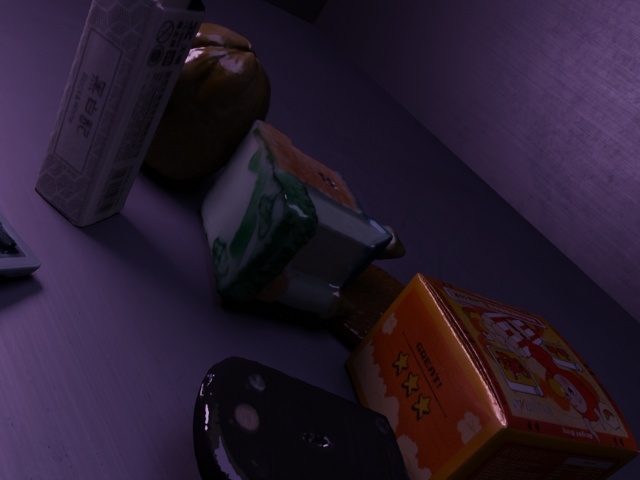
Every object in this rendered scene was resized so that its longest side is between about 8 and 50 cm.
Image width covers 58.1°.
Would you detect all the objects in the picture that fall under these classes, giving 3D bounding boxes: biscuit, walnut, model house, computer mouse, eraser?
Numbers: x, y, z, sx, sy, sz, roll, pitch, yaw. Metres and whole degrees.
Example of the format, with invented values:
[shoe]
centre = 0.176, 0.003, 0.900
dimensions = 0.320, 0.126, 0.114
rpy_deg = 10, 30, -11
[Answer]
[biscuit]
centre = 0.094, 0.120, 1.024
dimensions = 0.261, 0.037, 0.262
rpy_deg = 27, 27, -15
[walnut]
centre = -0.210, -0.236, 0.989
dimensions = 0.282, 0.282, 0.228
rpy_deg = -5, 64, -55
[model house]
centre = 0.000, 0.000, 0.941
dimensions = 0.324, 0.194, 0.267
rpy_deg = 22, 27, -32
[computer mouse]
centre = -0.026, 0.235, 0.603
dimensions = 0.269, 0.100, 0.170
rpy_deg = 29, 30, -25
[eraser]
centre = -0.249, -0.207, 0.730
dimensions = 0.096, 0.404, 0.098
rpy_deg = 36, 27, 8

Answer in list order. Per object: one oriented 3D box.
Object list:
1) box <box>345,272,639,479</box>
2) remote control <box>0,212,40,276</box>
[box]
centre = 0.230, 0.227, 0.813
dimensions = 0.283, 0.214, 0.260
rpy_deg = 20, 31, -32
[remote control]
centre = -0.442, -0.061, 0.647
dimensions = 0.293, 0.051, 0.103
rpy_deg = 44, 13, 13
